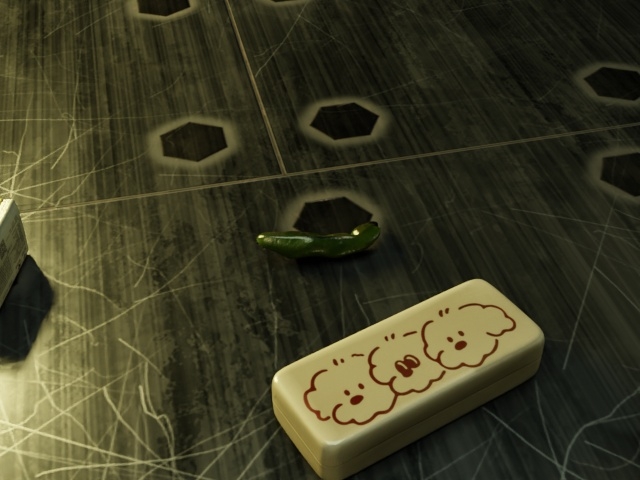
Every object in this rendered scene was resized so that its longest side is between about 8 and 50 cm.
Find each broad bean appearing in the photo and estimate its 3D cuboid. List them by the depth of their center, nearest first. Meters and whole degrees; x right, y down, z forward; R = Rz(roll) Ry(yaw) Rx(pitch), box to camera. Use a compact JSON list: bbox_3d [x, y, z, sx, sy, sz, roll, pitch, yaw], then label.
[{"bbox_3d":[0.005,0.003,1.371,0.195,0.046,0.061,-9,29,-17],"label":"broad bean"}]

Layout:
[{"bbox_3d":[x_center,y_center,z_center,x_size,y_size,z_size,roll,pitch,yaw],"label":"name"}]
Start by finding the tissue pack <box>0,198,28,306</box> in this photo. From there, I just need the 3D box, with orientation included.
[{"bbox_3d":[-0.492,0.023,1.310,0.099,0.106,0.149,3,40,4],"label":"tissue pack"}]

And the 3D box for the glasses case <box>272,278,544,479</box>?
[{"bbox_3d":[0.112,0.167,1.151,0.336,0.076,0.144,-23,45,-24],"label":"glasses case"}]
